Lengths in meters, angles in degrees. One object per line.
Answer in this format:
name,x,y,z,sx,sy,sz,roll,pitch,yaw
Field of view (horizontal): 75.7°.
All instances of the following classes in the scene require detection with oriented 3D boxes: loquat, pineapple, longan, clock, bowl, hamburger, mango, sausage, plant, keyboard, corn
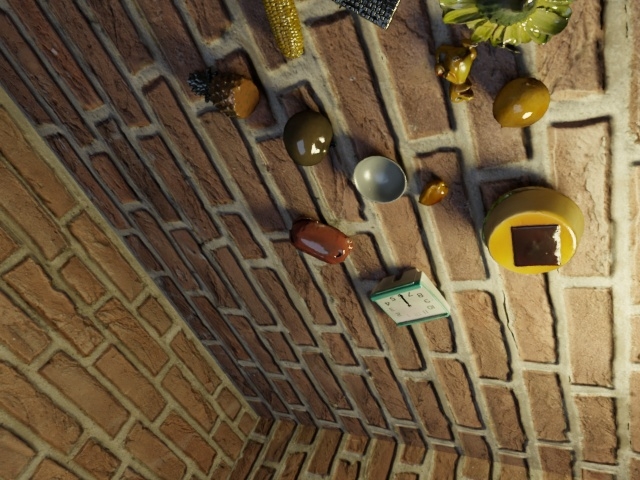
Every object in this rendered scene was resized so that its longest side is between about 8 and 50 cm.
loquat,0.539,-0.371,1.114,0.141,0.141,0.141,15,134,16
pineapple,-0.359,-0.526,1.456,0.279,0.158,0.157,23,137,26
longan,-0.045,-0.352,1.421,0.189,0.189,0.189,15,134,16
clock,0.386,0.246,1.770,0.262,0.116,0.231,-24,120,41
bowl,0.216,-0.229,1.448,0.189,0.086,0.188,14,132,17
hamburger,0.667,-0.037,1.314,0.301,0.176,0.300,14,132,17
mango,0.391,-0.165,1.429,0.077,0.063,0.127,31,141,-7
sausage,0.000,0.000,1.722,0.280,0.152,0.152,23,135,6
plant,0.455,-0.548,0.972,0.306,0.296,0.261,-16,151,20
keyboard,0.065,-0.703,1.151,0.317,0.027,0.106,29,135,1
corn,-0.123,-0.693,1.210,0.102,0.102,0.312,2,131,27

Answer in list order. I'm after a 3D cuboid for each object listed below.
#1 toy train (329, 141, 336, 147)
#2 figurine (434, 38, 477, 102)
toy train,0.020,-0.346,1.496,0.083,0.017,0.017,4,132,26
figurine,0.373,-0.469,1.159,0.122,0.121,0.176,38,162,43
